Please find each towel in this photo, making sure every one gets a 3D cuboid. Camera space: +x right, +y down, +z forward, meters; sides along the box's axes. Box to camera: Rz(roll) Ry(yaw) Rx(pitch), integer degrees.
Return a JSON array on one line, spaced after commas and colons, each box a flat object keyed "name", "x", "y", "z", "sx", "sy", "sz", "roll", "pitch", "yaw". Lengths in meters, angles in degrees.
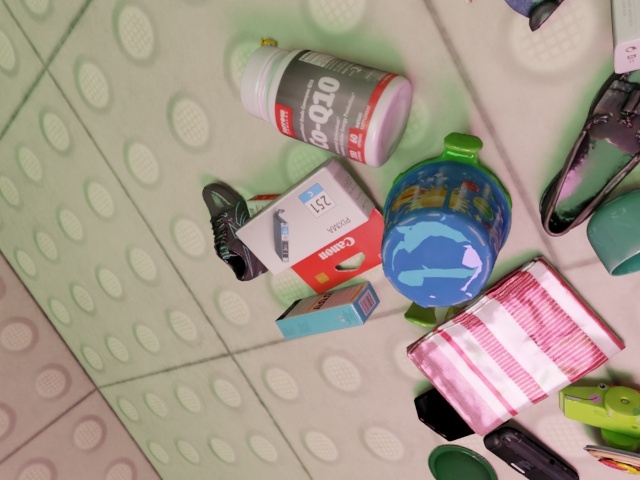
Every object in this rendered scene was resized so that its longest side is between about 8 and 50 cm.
[{"name": "towel", "x": 0.361, "y": 0.212, "z": 0.882, "sx": 0.329, "sy": 0.037, "sz": 0.237, "roll": -43, "pitch": 89, "yaw": 21}]

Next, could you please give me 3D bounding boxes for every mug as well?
[{"name": "mug", "x": 0.469, "y": -0.012, "z": 0.698, "sx": 0.157, "sy": 0.130, "sz": 0.097, "roll": -51, "pitch": 47, "yaw": 47}]

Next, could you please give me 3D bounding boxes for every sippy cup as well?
[{"name": "sippy cup", "x": 0.204, "y": -0.007, "z": 0.780, "sx": 0.240, "sy": 0.224, "sz": 0.305, "roll": -22, "pitch": 103, "yaw": 26}]

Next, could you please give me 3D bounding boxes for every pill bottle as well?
[{"name": "pill bottle", "x": 0.006, "y": -0.251, "z": 0.836, "sx": 0.283, "sy": 0.161, "sz": 0.161, "roll": 23, "pitch": 125, "yaw": 20}]

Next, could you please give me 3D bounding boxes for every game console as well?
[{"name": "game console", "x": 0.395, "y": 0.450, "z": 1.035, "sx": 0.361, "sy": 0.044, "sz": 0.213, "roll": 36, "pitch": 142, "yaw": 2}]

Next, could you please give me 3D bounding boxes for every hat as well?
[{"name": "hat", "x": 0.324, "y": 0.619, "z": 1.093, "sx": 0.173, "sy": 0.183, "sz": 0.208, "roll": 38, "pitch": 129, "yaw": 10}]

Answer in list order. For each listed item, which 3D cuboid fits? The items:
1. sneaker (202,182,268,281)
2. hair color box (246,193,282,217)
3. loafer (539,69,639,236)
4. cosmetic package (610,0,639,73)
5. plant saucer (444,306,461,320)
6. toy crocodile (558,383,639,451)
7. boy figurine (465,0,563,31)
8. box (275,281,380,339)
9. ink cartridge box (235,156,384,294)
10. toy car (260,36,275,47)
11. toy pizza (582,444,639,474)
[{"name": "sneaker", "x": -0.220, "y": -0.020, "z": 1.141, "sx": 0.101, "sy": 0.106, "sz": 0.267, "roll": -27, "pitch": 97, "yaw": 40}, {"name": "hair color box", "x": -0.101, "y": -0.071, "z": 1.077, "sx": 0.141, "sy": 0.043, "sz": 0.071, "roll": 1, "pitch": 115, "yaw": 31}, {"name": "loafer", "x": 0.426, "y": -0.130, "z": 0.680, "sx": 0.109, "sy": 0.095, "sz": 0.302, "roll": 29, "pitch": 127, "yaw": 17}, {"name": "cosmetic package", "x": 0.480, "y": -0.294, "z": 0.540, "sx": 0.231, "sy": 0.086, "sz": 0.117, "roll": -3, "pitch": 79, "yaw": 32}, {"name": "plant saucer", "x": 0.336, "y": 0.257, "z": 0.980, "sx": 0.189, "sy": 0.045, "sz": 0.188, "roll": 22, "pitch": 125, "yaw": 21}, {"name": "toy crocodile", "x": 0.610, "y": 0.315, "z": 0.809, "sx": 0.341, "sy": 0.105, "sz": 0.115, "roll": 1, "pitch": 127, "yaw": 37}, {"name": "boy figurine", "x": 0.243, "y": -0.435, "z": 0.636, "sx": 0.285, "sy": 0.092, "sz": 0.177, "roll": 45, "pitch": 132, "yaw": -1}, {"name": "box", "x": 0.013, "y": 0.172, "z": 1.100, "sx": 0.244, "sy": 0.100, "sz": 0.060, "roll": -20, "pitch": 104, "yaw": 38}, {"name": "ink cartridge box", "x": 0.000, "y": 0.000, "z": 0.999, "sx": 0.296, "sy": 0.066, "sz": 0.261, "roll": -32, "pitch": 107, "yaw": 37}, {"name": "toy car", "x": -0.108, "y": -0.340, "z": 0.931, "sx": 0.041, "sy": 0.060, "sz": 0.122, "roll": 7, "pitch": 131, "yaw": -7}, {"name": "toy pizza", "x": 0.595, "y": 0.418, "z": 0.838, "sx": 0.202, "sy": 0.032, "sz": 0.201, "roll": 14, "pitch": 160, "yaw": 5}]
